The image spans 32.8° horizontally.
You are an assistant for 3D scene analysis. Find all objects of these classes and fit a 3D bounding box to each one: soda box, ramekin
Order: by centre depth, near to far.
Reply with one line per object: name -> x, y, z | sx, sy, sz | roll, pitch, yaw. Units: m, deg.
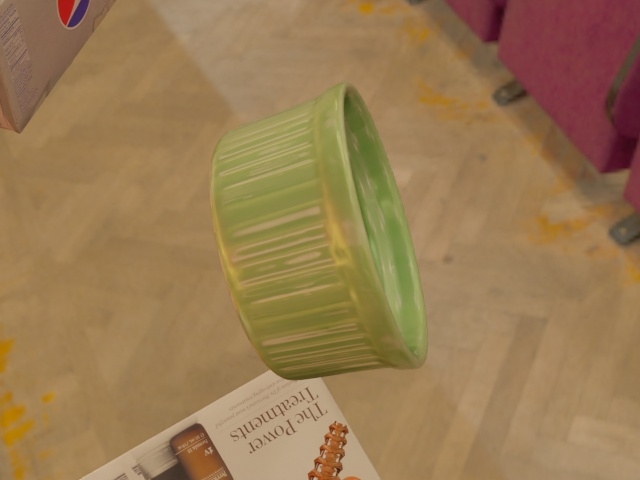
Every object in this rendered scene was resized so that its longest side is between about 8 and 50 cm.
soda box -> -0.186, -0.206, 0.731 | 0.098, 0.091, 0.286 | 15, 51, 12
ramekin -> 0.000, 0.000, 1.129 | 0.148, 0.303, 0.303 | -15, 42, 12

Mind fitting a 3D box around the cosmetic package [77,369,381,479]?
cosmetic package -> -0.112, 0.360, 1.435 | 0.377, 0.097, 0.284 | -29, 85, -23

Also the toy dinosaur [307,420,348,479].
toy dinosaur -> -0.020, 0.373, 1.213 | 0.164, 0.218, 0.322 | 38, 88, 1
